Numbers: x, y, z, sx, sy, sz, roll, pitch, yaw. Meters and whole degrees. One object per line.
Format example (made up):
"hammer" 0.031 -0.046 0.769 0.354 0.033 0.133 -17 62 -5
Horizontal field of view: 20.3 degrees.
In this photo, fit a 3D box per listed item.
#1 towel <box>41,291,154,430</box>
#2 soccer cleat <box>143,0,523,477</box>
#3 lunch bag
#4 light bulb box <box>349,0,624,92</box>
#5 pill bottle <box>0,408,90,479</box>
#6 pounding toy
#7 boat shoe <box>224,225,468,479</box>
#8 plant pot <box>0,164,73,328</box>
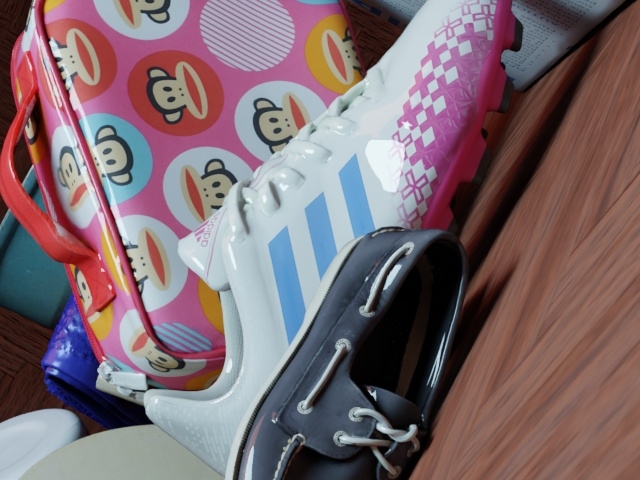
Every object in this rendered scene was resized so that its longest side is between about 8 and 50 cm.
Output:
"towel" -0.074 0.016 1.330 0.076 0.227 0.308 4 62 44
"soccer cleat" 0.005 -0.019 1.017 0.116 0.143 0.331 139 153 -81
"lunch bag" -0.083 -0.047 1.175 0.258 0.293 0.120 -11 -17 -27
"light bulb box" 0.148 -0.321 1.158 0.358 0.225 0.361 -61 1 -5
"pill bottle" -0.180 0.239 1.276 0.121 0.216 0.121 -22 19 8
"pounding toy" -0.096 0.196 1.115 0.237 0.183 0.110 -62 -23 -56
"boat shoe" 0.016 0.079 0.831 0.065 0.075 0.206 -18 42 50
"plant pot" -0.123 0.000 1.823 0.341 0.334 0.341 -60 1 2
